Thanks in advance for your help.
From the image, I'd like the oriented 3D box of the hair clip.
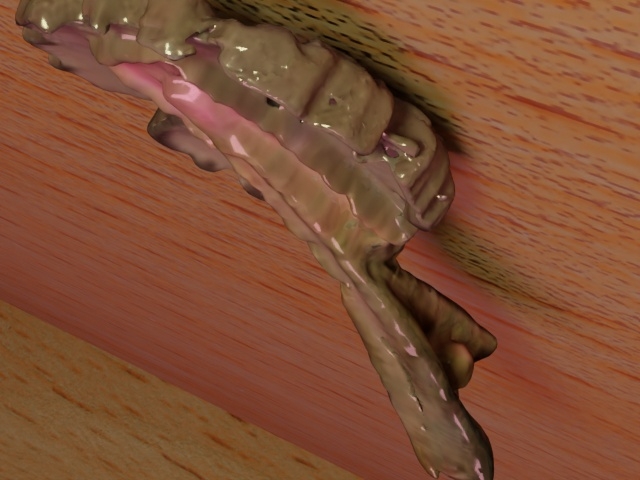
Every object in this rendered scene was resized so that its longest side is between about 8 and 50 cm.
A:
[{"bbox_3d":[0.005,-0.004,0.489,0.173,0.069,0.300,11,148,46],"label":"hair clip"}]
